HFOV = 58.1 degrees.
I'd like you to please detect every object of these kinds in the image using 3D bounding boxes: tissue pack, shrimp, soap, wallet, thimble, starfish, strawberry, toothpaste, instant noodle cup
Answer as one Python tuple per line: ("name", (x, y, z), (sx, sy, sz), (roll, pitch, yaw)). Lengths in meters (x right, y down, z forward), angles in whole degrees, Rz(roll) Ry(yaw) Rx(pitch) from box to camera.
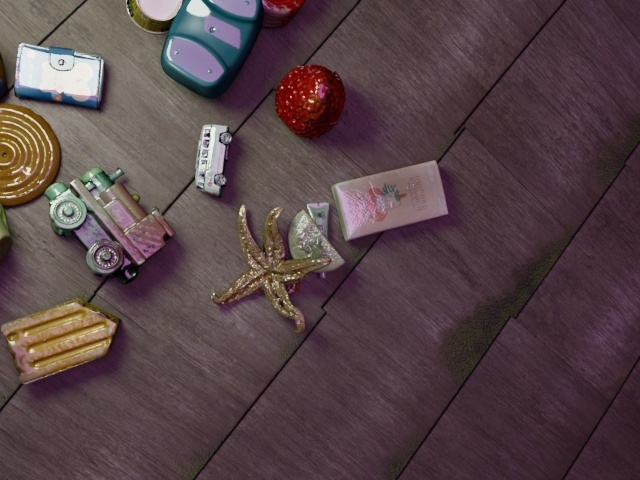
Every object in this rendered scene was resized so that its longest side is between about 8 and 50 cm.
("tissue pack", (0.205, -0.117, 1.680), (0.326, 0.071, 0.170), (-14, 92, -14))
("shrimp", (-0.107, 0.105, 1.623), (0.083, 0.023, 0.114), (-21, 95, -10))
("soap", (-0.636, 0.238, 1.450), (0.258, 0.080, 0.160), (-19, 97, -15))
("wallet", (-0.653, -0.414, 1.453), (0.202, 0.059, 0.141), (6, 95, -13))
("thimble", (-0.118, -0.680, 1.561), (0.163, 0.125, 0.189), (21, 85, -17))
("tissue pack", (-0.275, -0.515, 1.470), (0.198, 0.206, 0.287), (27, 89, -12))
("starfish", (-0.146, 0.085, 1.568), (0.327, 0.094, 0.375), (-37, 83, 3))
("strawberry", (-0.015, -0.375, 1.529), (0.205, 0.244, 0.205), (-1, 94, -13))
("toothpaste", (0.000, 0.000, 1.644), (0.064, 0.041, 0.218), (-4, 88, -5))
("instant noodle cup", (-0.416, -0.610, 1.470), (0.152, 0.122, 0.151), (-6, 106, -20))

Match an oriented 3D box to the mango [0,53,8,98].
("mango", (-0.888, -0.413, 1.340), (0.287, 0.153, 0.201), (17, 83, -15))

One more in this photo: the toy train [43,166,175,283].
("toy train", (-0.534, -0.046, 1.453), (0.221, 0.150, 0.304), (-42, 99, -22))

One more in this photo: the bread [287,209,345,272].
("bread", (-0.032, 0.019, 1.611), (0.112, 0.036, 0.193), (-38, 81, 5))

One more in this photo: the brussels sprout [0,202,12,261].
("brussels sprout", (-0.890, -0.019, 1.298), (0.328, 0.247, 0.327), (-1, 97, -9))

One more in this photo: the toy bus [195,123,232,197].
("toy bus", (-0.287, -0.214, 1.542), (0.089, 0.087, 0.193), (7, 89, -8))

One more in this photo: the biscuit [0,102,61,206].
("biscuit", (-0.784, -0.214, 1.430), (0.262, 0.037, 0.261), (0, 90, -14))
